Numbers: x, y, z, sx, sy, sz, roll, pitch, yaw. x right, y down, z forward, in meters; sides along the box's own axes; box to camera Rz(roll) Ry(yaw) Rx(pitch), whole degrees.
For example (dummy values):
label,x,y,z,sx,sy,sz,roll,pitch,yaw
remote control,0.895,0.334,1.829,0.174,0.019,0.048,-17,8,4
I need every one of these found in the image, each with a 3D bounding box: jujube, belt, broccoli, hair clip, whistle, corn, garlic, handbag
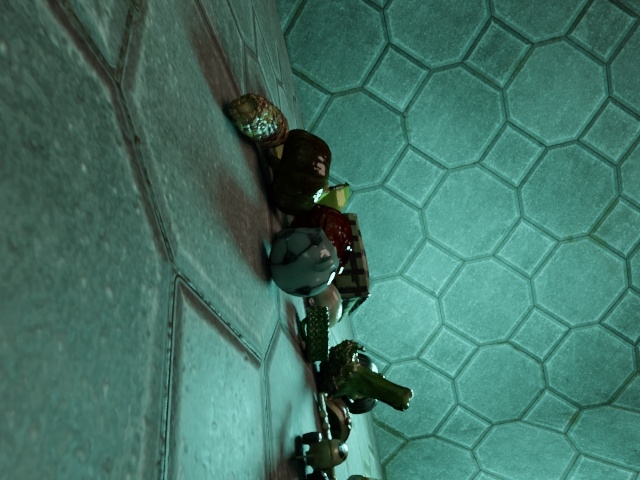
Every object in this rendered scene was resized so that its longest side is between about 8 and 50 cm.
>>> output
label,x,y,z,sx,sy,sz,roll,pitch,yaw
jujube,0.000,0.000,1.292,0.290,0.197,0.197,-91,168,-63
belt,-0.016,0.245,1.179,0.121,0.079,0.152,97,-6,-74
broccoli,0.117,0.425,1.279,0.177,0.274,0.199,-40,153,-43
hair clip,-0.136,-0.239,1.211,0.115,0.039,0.030,75,10,-49
whistle,-0.054,0.046,0.993,0.289,0.163,0.164,0,-75,59
corn,-0.134,-0.267,0.995,0.290,0.098,0.098,-27,105,-83
garlic,0.011,0.232,1.483,0.148,0.128,0.267,-71,161,-59
handbag,0.070,0.110,1.684,0.327,0.162,0.326,106,-21,-64

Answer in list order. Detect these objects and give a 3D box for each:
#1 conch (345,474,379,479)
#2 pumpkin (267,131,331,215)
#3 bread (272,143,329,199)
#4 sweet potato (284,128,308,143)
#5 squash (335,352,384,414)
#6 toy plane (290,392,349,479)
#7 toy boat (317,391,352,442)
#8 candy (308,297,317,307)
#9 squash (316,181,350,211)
label,x,y,z,sx,sy,sz,roll,pitch,yaw
conch,0.105,0.655,1.063,0.149,0.182,0.275,-47,130,-42
pumpkin,-0.062,-0.180,1.152,0.219,0.162,0.219,-159,-90,-83
bread,-0.102,-0.175,1.420,0.264,0.163,0.168,-37,-118,57
sweet potato,-0.076,-0.319,1.610,0.422,0.130,0.131,-33,110,-89
squash,0.130,0.506,1.579,0.218,0.172,0.218,-41,137,-52
toy plane,0.011,0.418,0.869,0.256,0.104,0.242,68,13,-62
toy boat,0.039,0.486,1.199,0.089,0.071,0.185,-7,-83,53
candy,-0.009,0.259,1.384,0.045,0.043,0.175,-85,158,-82
squash,0.016,-0.141,1.618,0.220,0.220,0.133,-78,152,-78
